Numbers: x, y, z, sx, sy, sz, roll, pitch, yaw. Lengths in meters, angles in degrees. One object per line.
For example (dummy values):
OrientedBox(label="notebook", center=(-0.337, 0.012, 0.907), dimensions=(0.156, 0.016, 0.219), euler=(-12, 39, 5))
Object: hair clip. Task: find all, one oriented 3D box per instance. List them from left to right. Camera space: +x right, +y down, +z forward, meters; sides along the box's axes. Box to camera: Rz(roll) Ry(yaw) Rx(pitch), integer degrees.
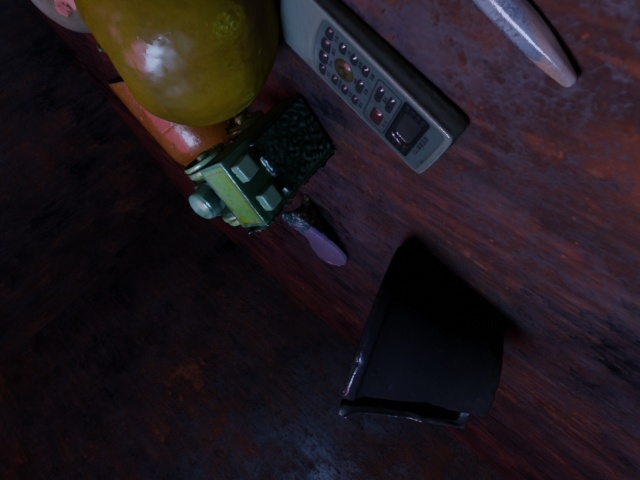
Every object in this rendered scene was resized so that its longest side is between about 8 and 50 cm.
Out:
OrientedBox(label="hair clip", center=(0.002, 0.001, 1.182), dimensions=(0.359, 0.110, 0.096), euler=(58, -159, -53))

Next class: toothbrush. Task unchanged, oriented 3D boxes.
OrientedBox(label="toothbrush", center=(0.080, -0.262, 0.331), dimensions=(0.375, 0.037, 0.028), euler=(43, 168, -4))

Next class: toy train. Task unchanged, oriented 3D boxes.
OrientedBox(label="toy train", center=(-0.112, -0.140, 0.738), dimensions=(0.188, 0.272, 0.159), euler=(-3, 130, 48))

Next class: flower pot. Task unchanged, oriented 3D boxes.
OrientedBox(label="flower pot", center=(0.209, 0.217, 0.825), dimensions=(0.250, 0.380, 0.379), euler=(18, 158, 13))

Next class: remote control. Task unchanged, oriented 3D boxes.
OrientedBox(label="remote control", center=(0.054, -0.208, 0.525), dimensions=(0.285, 0.038, 0.123), euler=(44, 166, 1))

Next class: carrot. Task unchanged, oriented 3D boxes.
OrientedBox(label="carrot", center=(-0.291, -0.283, 0.951), dimensions=(0.331, 0.214, 0.193), euler=(56, -169, -25))

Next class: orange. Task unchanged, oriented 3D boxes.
OrientedBox(label="orange", center=(-0.180, -0.296, 0.542), dimensions=(0.279, 0.235, 0.279), euler=(57, 169, 17))

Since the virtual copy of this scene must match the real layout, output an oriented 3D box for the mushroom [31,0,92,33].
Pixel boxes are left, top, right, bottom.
OrientedBox(label="mushroom", center=(-0.406, -0.482, 0.695), dimensions=(0.255, 0.255, 0.184), euler=(45, -161, -3))
